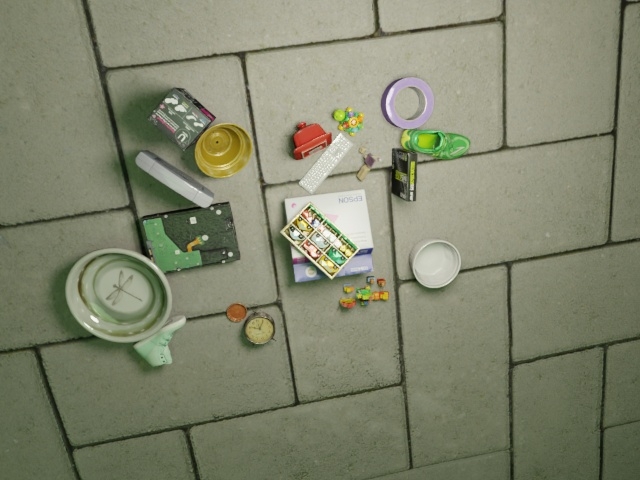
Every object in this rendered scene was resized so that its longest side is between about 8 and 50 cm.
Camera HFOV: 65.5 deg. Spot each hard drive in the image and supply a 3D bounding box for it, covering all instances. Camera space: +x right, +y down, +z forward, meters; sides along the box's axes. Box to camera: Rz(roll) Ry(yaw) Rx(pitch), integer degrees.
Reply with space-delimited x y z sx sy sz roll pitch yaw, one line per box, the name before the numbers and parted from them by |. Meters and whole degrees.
hard drive | -0.500 -0.009 1.943 0.339 0.064 0.237 -11 107 -6

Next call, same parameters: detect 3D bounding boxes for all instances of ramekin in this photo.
ramekin | 0.471 0.084 2.089 0.207 0.109 0.207 -2 107 -8

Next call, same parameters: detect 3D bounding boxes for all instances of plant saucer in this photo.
plant saucer | -0.768 0.202 1.933 0.400 0.100 0.400 -1 110 -2
plant saucer | -0.349 0.299 2.080 0.083 0.013 0.083 -2 107 -7

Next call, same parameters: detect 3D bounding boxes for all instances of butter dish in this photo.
butter dish | -0.047 -0.390 1.870 0.160 0.160 0.118 -27 85 -1

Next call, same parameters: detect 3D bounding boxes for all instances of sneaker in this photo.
sneaker | 0.461 -0.371 1.939 0.295 0.123 0.109 1 104 -19
sneaker | -0.620 0.415 2.030 0.256 0.094 0.151 -32 102 12

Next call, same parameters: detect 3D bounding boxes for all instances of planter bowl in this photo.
planter bowl | -0.368 -0.346 1.833 0.217 0.090 0.217 -18 131 -22

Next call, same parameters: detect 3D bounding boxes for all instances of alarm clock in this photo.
alarm clock | -0.259 0.347 2.081 0.129 0.064 0.192 -13 110 -4

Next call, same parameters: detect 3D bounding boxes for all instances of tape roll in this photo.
tape roll | 0.332 -0.525 1.907 0.189 0.080 0.189 -2 105 -8

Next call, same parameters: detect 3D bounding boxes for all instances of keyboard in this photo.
keyboard | 0.021 -0.301 1.960 0.072 0.014 0.256 38 98 -16

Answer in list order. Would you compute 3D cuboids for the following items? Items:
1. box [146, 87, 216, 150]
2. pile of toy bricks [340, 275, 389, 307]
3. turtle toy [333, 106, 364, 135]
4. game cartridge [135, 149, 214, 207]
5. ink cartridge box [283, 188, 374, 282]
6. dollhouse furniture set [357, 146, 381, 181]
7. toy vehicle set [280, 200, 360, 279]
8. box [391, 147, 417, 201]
box | -0.476 -0.425 1.728 0.163 0.247 0.142 41 97 -16
pile of toy bricks | 0.192 0.224 2.090 0.212 0.105 0.118 -4 106 -7
turtle toy | 0.108 -0.459 1.899 0.130 0.066 0.095 23 102 -14
game cartridge | -0.524 -0.223 1.807 0.297 0.198 0.062 34 99 -15
ink cartridge box | 0.038 -0.020 1.955 0.324 0.071 0.330 -8 82 -7
dollhouse furniture set | 0.186 -0.302 1.987 0.081 0.091 0.114 -9 140 -47
toy vehicle set | 0.000 0.000 1.898 0.267 0.035 0.166 42 82 0
box | 0.322 -0.257 1.925 0.045 0.191 0.184 -2 107 -10
